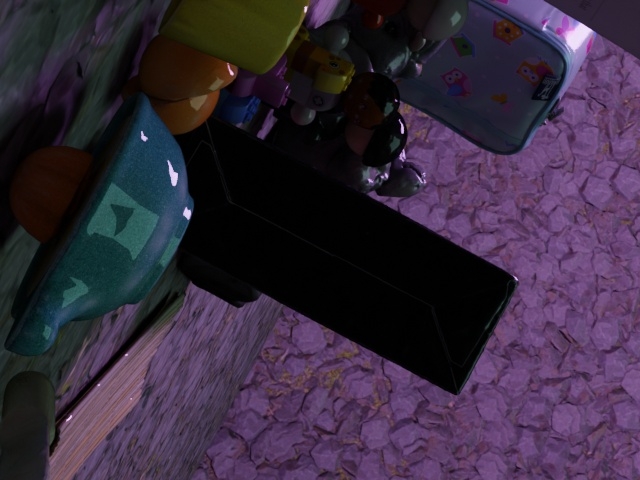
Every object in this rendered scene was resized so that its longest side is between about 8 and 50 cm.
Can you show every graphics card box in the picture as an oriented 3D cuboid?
[{"bbox_3d":[0.000,0.000,1.070,0.094,0.233,0.371,-61,-176,0],"label":"graphics card box"}]

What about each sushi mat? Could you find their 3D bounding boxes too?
[{"bbox_3d":[-0.209,0.164,1.350,0.151,0.019,0.316,-65,175,24],"label":"sushi mat"}]

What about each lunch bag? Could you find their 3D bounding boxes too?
[{"bbox_3d":[0.169,-0.229,1.686,0.108,0.279,0.224,-54,174,-40],"label":"lunch bag"}]

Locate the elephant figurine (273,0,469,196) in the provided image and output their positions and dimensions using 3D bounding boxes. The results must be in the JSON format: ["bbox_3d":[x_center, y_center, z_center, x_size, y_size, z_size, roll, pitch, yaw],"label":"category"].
[{"bbox_3d":[0.039,-0.168,1.451,0.169,0.186,0.239,16,-73,60],"label":"elephant figurine"}]

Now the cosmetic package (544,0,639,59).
[{"bbox_3d":[0.309,-0.400,1.304,0.329,0.394,0.327,-57,175,-10],"label":"cosmetic package"}]

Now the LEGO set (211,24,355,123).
[{"bbox_3d":[-0.020,-0.148,1.111,0.227,0.093,0.087,-59,175,-43],"label":"LEGO set"}]

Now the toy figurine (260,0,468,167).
[{"bbox_3d":[0.041,-0.183,1.279,0.213,0.148,0.209,-62,176,-6],"label":"toy figurine"}]

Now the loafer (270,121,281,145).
[{"bbox_3d":[-0.009,-0.098,1.655,0.094,0.087,0.251,-64,176,21],"label":"loafer"}]

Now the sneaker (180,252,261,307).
[{"bbox_3d":[-0.078,-0.003,1.460,0.130,0.087,0.227,-64,179,-5],"label":"sneaker"}]

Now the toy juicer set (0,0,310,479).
[{"bbox_3d":[-0.133,-0.009,0.783,0.329,0.089,0.209,-65,-165,-15],"label":"toy juicer set"}]
